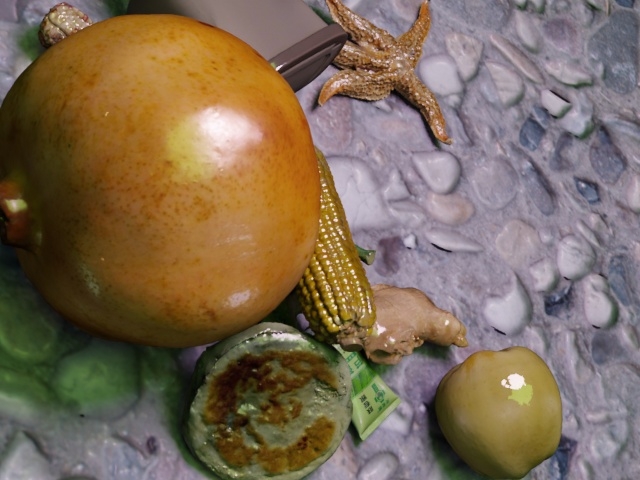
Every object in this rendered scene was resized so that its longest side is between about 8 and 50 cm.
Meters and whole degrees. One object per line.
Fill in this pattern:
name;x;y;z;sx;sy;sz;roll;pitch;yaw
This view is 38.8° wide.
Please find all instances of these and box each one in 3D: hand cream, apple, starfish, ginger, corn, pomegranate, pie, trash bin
hand cream;0.039;0.191;1.311;0.095;0.046;0.175;-38;90;-39
apple;0.264;0.247;1.338;0.200;0.200;0.200;12;65;-25
starfish;0.091;-0.322;1.536;0.294;0.084;0.301;9;70;-28
ginger;0.123;0.116;1.366;0.213;0.074;0.137;-8;55;-34
corn;-0.291;-0.235;1.280;0.237;0.079;0.079;39;55;-20
corn;0.000;0.000;1.209;0.097;0.097;0.319;2;56;-29
pomegranate;-0.207;-0.062;1.084;0.417;0.417;0.416;12;65;-25
pie;-0.067;0.217;1.188;0.241;0.054;0.240;-5;108;-16
trash bin;-0.134;-0.305;1.324;0.250;0.219;0.220;49;53;5

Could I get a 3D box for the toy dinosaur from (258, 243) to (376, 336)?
toy dinosaur;-0.080;0.019;1.308;0.301;0.087;0.447;31;72;21
